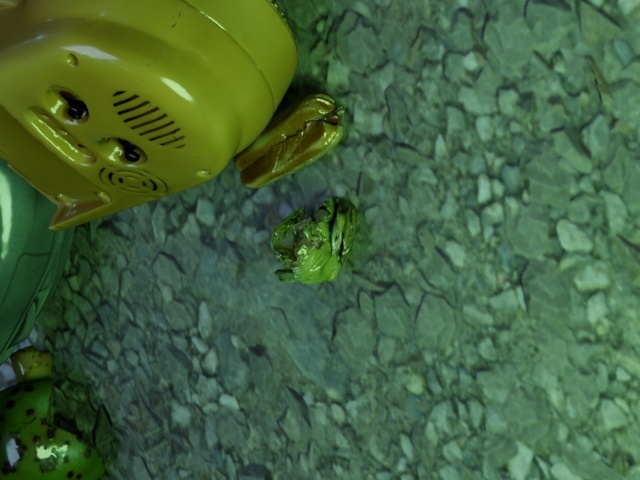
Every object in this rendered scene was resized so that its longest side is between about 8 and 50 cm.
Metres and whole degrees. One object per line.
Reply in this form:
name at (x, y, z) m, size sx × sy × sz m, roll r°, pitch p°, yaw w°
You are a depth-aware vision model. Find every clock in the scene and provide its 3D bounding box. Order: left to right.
clock at (-0.171, -0.144, 1.511) m, size 0.317 × 0.244 × 0.200 m, roll -4°, pitch 55°, yaw 49°

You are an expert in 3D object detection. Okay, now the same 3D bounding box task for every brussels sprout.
brussels sprout at (0.000, 0.000, 1.514) m, size 0.085 × 0.058 × 0.085 m, roll -42°, pitch 37°, yaw 44°

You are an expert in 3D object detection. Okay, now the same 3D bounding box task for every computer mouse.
computer mouse at (-0.314, 0.000, 1.763) m, size 0.122 × 0.188 × 0.370 m, roll 17°, pitch 110°, yaw 15°

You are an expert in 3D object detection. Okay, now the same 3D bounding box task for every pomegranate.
pomegranate at (-0.308, 0.202, 1.865) m, size 0.169 × 0.122 × 0.143 m, roll 63°, pitch 167°, yaw 7°

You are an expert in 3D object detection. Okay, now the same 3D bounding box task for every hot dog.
hot dog at (-0.025, -0.086, 1.528) m, size 0.133 × 0.041 × 0.056 m, roll -30°, pitch 80°, yaw 41°
